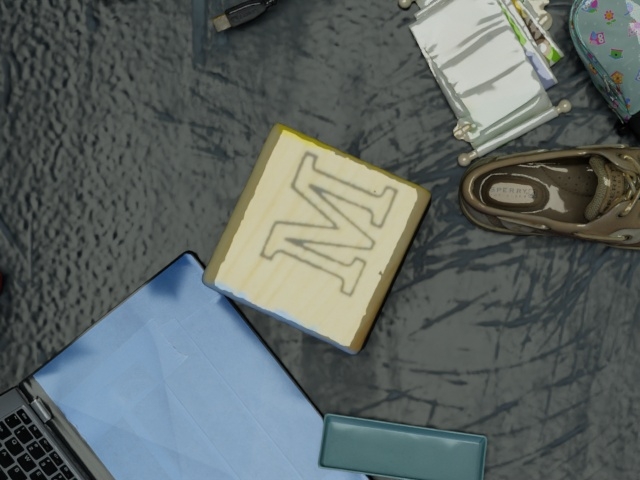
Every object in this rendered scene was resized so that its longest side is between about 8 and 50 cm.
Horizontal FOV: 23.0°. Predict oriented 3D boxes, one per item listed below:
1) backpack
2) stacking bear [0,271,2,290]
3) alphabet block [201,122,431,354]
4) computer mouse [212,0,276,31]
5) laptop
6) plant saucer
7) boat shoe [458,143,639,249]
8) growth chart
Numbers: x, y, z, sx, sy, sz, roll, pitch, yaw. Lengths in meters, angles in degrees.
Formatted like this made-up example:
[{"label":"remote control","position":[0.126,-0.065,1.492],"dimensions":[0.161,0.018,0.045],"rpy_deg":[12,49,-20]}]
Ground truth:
[{"label":"backpack","position":[0.366,-0.223,1.798],"dimensions":[0.152,0.115,0.182],"rpy_deg":[-37,83,4]},{"label":"stacking bear","position":[-0.547,0.069,1.830],"dimensions":[0.289,0.164,0.175],"rpy_deg":[18,89,9]},{"label":"alphabet block","position":[0.000,0.000,1.775],"dimensions":[0.193,0.192,0.197],"rpy_deg":[25,90,3]},{"label":"computer mouse","position":[-0.162,-0.328,1.871],"dimensions":[0.262,0.060,0.184],"rpy_deg":[-18,91,-2]},{"label":"laptop","position":[-0.208,0.281,1.759],"dimensions":[0.382,0.408,0.236],"rpy_deg":[51,125,5]},{"label":"plant saucer","position":[0.095,0.247,1.828],"dimensions":[0.192,0.018,0.067],"rpy_deg":[8,67,0]},{"label":"boat shoe","position":[0.329,-0.049,1.793],"dimensions":[0.341,0.110,0.121],"rpy_deg":[-3,87,4]},{"label":"growth chart","position":[0.199,-0.227,1.855],"dimensions":[0.172,0.021,0.237],"rpy_deg":[-23,86,2]}]
